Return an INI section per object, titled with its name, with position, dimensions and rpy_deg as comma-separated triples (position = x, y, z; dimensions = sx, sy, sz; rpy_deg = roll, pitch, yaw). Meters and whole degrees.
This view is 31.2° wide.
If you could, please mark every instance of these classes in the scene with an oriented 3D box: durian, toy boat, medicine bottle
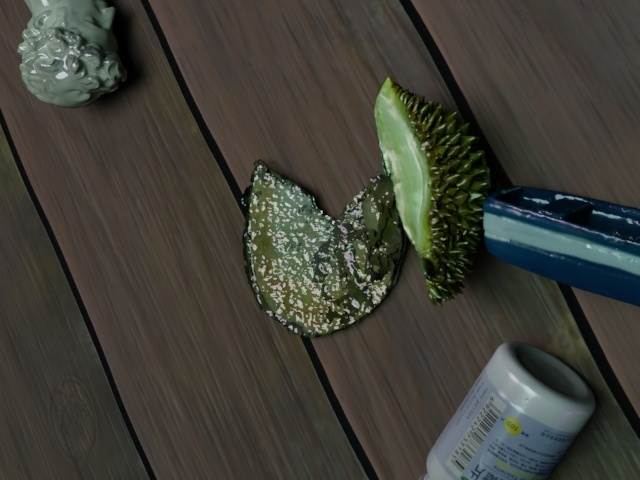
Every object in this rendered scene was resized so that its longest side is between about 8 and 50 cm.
[durian]
position = 0.116, -0.043, 1.076
dimensions = 0.096, 0.137, 0.220
rpy_deg = -12, 66, 15
[toy boat]
position = 0.280, 0.018, 0.978
dimensions = 0.299, 0.096, 0.061
rpy_deg = 18, 110, 32
[medicine bottle]
position = 0.163, 0.193, 1.054
dimensions = 0.103, 0.103, 0.186
rpy_deg = 40, 112, 28

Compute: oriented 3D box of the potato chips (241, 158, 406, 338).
[potato chips]
position = 0.003, 0.000, 1.213
dimensions = 0.220, 0.029, 0.202
rpy_deg = -12, 84, 37

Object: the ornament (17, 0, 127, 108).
[ornament]
position = -0.320, -0.295, 1.375
dimensions = 0.130, 0.120, 0.285
rpy_deg = -25, 75, 35
